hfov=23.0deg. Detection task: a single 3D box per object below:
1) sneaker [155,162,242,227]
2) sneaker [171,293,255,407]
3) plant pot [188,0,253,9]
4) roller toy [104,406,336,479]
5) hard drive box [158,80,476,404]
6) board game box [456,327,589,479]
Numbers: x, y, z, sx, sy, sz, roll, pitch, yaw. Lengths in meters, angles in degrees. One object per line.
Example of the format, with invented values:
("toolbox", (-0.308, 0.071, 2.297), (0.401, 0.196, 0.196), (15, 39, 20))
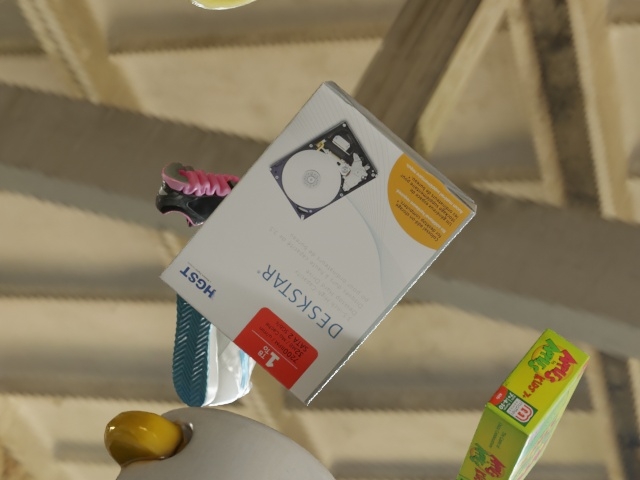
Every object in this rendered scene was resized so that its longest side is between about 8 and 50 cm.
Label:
("sneaker", (-0.109, -0.036, 1.546), (0.119, 0.047, 0.057), (15, -64, -26))
("sneaker", (-0.110, 0.080, 1.835), (0.092, 0.229, 0.087), (-4, 21, -45))
("plant pot", (-0.095, -0.360, 1.286), (0.239, 0.254, 0.254), (46, -24, 16))
("roller toy", (-0.081, 0.232, 1.283), (0.209, 0.146, 0.191), (17, -36, 16))
("hard drive box", (0.000, 0.000, 1.427), (0.181, 0.232, 0.089), (40, 9, 0))
("board game box", (0.163, 0.158, 1.307), (0.043, 0.092, 0.181), (34, -30, 15))
